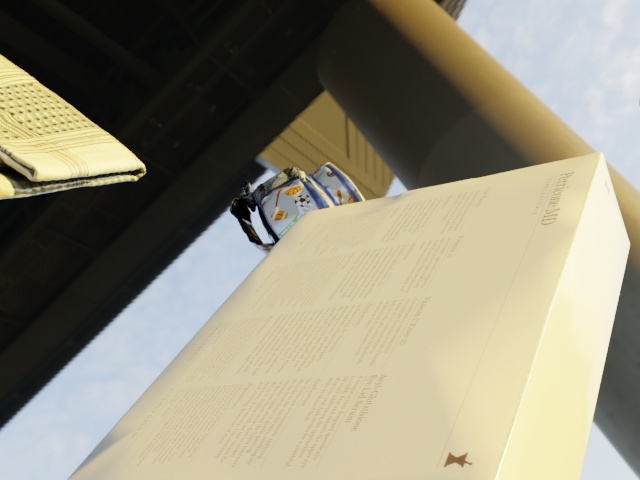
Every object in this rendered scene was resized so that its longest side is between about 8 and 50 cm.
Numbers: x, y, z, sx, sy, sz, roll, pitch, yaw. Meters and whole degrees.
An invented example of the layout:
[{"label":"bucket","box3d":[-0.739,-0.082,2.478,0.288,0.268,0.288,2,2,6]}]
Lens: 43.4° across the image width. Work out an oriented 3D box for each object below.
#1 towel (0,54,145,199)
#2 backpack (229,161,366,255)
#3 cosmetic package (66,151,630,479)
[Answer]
[{"label":"towel","box3d":[-0.428,-0.171,1.077,0.056,0.312,0.324,-55,-10,19]},{"label":"backpack","box3d":[0.000,0.000,1.408,0.213,0.263,0.276,-35,-70,7]},{"label":"cosmetic package","box3d":[0.043,0.080,0.564,0.285,0.377,0.097,-12,-66,34]}]
